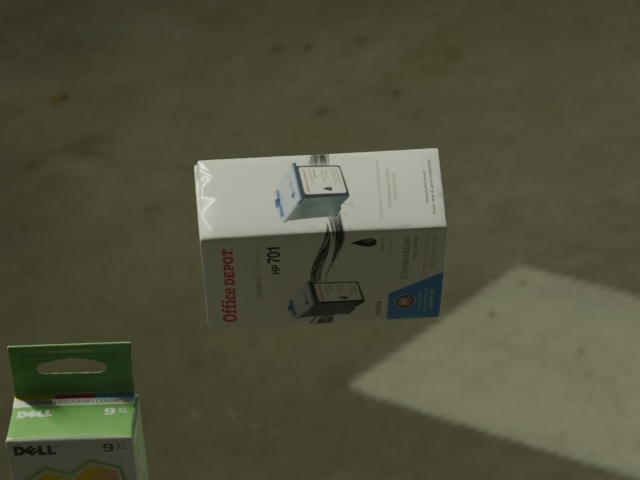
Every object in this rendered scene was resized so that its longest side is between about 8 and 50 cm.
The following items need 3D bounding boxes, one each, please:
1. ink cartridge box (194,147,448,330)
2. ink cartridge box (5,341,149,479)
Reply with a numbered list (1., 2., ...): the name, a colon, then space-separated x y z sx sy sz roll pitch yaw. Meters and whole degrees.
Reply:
1. ink cartridge box: 0.000 0.000 1.526 0.191 0.139 0.082 -5 57 -2
2. ink cartridge box: -0.208 0.189 1.668 0.109 0.209 0.062 -2 34 2
